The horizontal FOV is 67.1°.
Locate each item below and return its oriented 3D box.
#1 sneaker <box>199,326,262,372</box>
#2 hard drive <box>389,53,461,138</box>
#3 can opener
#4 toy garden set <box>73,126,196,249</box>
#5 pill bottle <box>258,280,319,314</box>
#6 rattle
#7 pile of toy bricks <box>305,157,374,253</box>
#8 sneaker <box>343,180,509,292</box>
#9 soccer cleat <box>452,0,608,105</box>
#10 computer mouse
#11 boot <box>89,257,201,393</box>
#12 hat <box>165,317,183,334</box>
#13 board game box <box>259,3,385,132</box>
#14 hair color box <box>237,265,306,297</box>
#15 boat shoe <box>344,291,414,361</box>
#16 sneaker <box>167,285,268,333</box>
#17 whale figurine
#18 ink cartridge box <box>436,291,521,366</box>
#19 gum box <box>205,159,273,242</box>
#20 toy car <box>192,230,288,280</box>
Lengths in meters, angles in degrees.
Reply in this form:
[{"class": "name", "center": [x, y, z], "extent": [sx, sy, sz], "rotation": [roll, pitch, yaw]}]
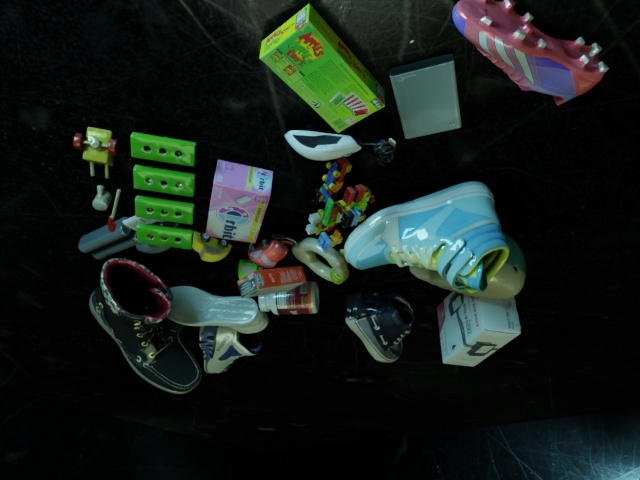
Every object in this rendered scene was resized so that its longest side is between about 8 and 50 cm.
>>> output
[{"class": "sneaker", "center": [-0.274, 0.337, 1.530], "extent": [0.182, 0.128, 0.316], "rotation": [5, 145, -1]}, {"class": "hard drive", "center": [0.169, -0.224, 0.763], "extent": [0.094, 0.022, 0.135], "rotation": [-9, 145, 16]}, {"class": "can opener", "center": [-0.430, -0.007, 1.065], "extent": [0.280, 0.093, 0.074], "rotation": [-14, 144, 29]}, {"class": "toy garden set", "center": [-0.338, -0.101, 0.908], "extent": [0.203, 0.049, 0.244], "rotation": [8, 130, -9]}, {"class": "pill bottle", "center": [-0.083, 0.154, 1.283], "extent": [0.151, 0.086, 0.086], "rotation": [-3, 146, 9]}, {"class": "rattle", "center": [0.000, 0.000, 1.106], "extent": [0.199, 0.143, 0.130], "rotation": [26, 168, 33]}, {"class": "pile of toy bricks", "center": [0.056, -0.068, 0.947], "extent": [0.105, 0.118, 0.212], "rotation": [-17, 146, -29]}, {"class": "sneaker", "center": [0.204, 0.028, 0.929], "extent": [0.318, 0.208, 0.127], "rotation": [-24, 143, 15]}, {"class": "soccer cleat", "center": [0.278, -0.254, 0.667], "extent": [0.247, 0.083, 0.095], "rotation": [12, 150, -19]}, {"class": "computer mouse", "center": [0.033, -0.155, 0.828], "extent": [0.192, 0.042, 0.106], "rotation": [5, -178, 2]}, {"class": "boot", "center": [-0.427, 0.219, 1.213], "extent": [0.377, 0.138, 0.284], "rotation": [48, 144, 2]}, {"class": "hat", "center": [-0.448, 0.269, 1.383], "extent": [0.208, 0.184, 0.173], "rotation": [9, 145, -11]}, {"class": "board game box", "center": [0.007, -0.247, 0.718], "extent": [0.092, 0.043, 0.181], "rotation": [-24, 139, 32]}, {"class": "hair color box", "center": [-0.109, 0.093, 1.102], "extent": [0.141, 0.043, 0.072], "rotation": [-5, 161, -44]}, {"class": "boat shoe", "center": [0.207, 0.257, 1.383], "extent": [0.158, 0.127, 0.340], "rotation": [-9, 145, 29]}, {"class": "sneaker", "center": [-0.293, 0.207, 1.354], "extent": [0.292, 0.108, 0.169], "rotation": [7, 160, 13]}, {"class": "whale figurine", "center": [0.330, 0.048, 1.096], "extent": [0.216, 0.141, 0.272], "rotation": [22, 166, -27]}, {"class": "ink cartridge box", "center": [0.402, 0.205, 1.259], "extent": [0.100, 0.172, 0.237], "rotation": [8, 146, -9]}, {"class": "gum box", "center": [-0.168, -0.069, 0.974], "extent": [0.107, 0.062, 0.188], "rotation": [11, 145, -12]}, {"class": "toy car", "center": [-0.179, 0.059, 1.151], "extent": [0.238, 0.053, 0.225], "rotation": [7, 153, 13]}]
